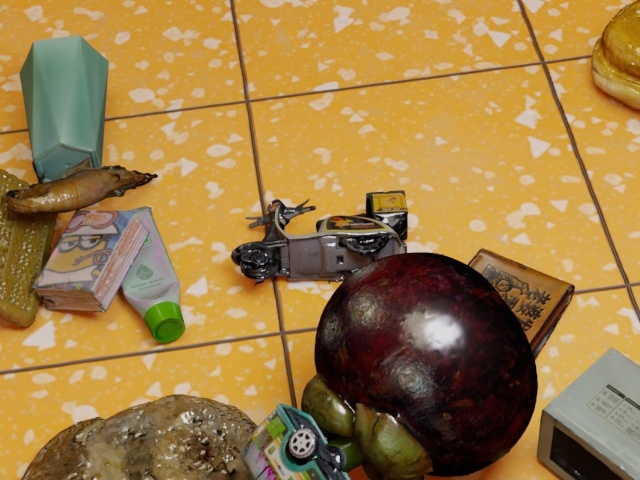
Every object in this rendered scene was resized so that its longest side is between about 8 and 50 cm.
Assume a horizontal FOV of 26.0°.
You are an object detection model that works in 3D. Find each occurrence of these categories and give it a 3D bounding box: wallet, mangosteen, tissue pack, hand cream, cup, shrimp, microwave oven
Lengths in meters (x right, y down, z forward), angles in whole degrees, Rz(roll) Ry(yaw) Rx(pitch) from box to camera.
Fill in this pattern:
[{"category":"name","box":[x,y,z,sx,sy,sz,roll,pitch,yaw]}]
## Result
[{"category":"wallet","box":[0.250,0.100,1.945,0.161,0.042,0.195,25,54,24]},{"category":"mangosteen","box":[0.112,0.163,1.730,0.300,0.300,0.300,-2,48,2]},{"category":"tissue pack","box":[-0.335,0.027,2.013,0.116,0.065,0.155,2,52,29]},{"category":"hand cream","box":[-0.257,0.042,2.039,0.079,0.050,0.275,5,37,-29]},{"category":"cup","box":[-0.410,-0.200,2.205,0.148,0.134,0.235,-8,49,1]},{"category":"shrimp","box":[-0.362,-0.093,2.093,0.117,0.066,0.262,19,23,30]},{"category":"microwave oven","box":[0.397,0.263,1.732,0.162,0.122,0.208,-36,55,-26]}]

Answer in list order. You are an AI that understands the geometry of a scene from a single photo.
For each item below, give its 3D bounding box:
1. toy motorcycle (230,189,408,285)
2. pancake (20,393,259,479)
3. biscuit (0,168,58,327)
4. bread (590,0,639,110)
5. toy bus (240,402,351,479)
[{"category":"toy motorcycle","box":[0.000,0.000,2.026,0.263,0.091,0.157,-3,40,-2]},{"category":"pancake","box":[-0.226,0.333,1.709,0.387,0.082,0.387,-12,34,8]},{"category":"biscuit","box":[-0.470,-0.004,2.027,0.172,0.029,0.254,29,41,-28]},{"category":"bread","box":[0.554,-0.307,2.242,0.198,0.120,0.236,32,56,31]},{"category":"toy bus","box":[0.004,0.306,1.571,0.109,0.091,0.261,-44,51,11]}]
